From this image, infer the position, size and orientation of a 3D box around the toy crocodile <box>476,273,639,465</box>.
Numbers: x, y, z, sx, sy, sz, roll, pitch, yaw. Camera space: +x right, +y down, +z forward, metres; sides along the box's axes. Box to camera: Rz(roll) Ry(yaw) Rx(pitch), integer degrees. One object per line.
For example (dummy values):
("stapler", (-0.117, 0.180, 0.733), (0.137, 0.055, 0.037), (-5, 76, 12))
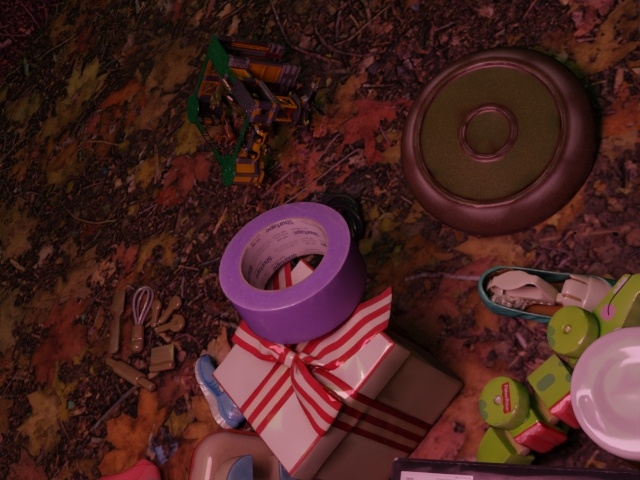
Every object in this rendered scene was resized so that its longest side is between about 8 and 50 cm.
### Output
("toy crocodile", (0.315, 0.184, 0.958), (0.340, 0.115, 0.105), (-52, 31, 17))

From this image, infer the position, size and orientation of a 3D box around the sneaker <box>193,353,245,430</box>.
("sneaker", (-0.170, 0.266, 1.361), (0.073, 0.063, 0.162), (-33, 54, -3))

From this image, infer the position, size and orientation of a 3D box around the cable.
("cable", (0.000, 0.000, 1.370), (0.151, 0.047, 0.184), (21, 79, 37))

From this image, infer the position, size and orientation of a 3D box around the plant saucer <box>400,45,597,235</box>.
("plant saucer", (0.265, -0.163, 1.184), (0.311, 0.050, 0.310), (-5, 78, 25))

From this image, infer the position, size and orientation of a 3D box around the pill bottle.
("pill bottle", (0.381, 0.192, 0.842), (0.136, 0.246, 0.136), (-17, 59, 30))

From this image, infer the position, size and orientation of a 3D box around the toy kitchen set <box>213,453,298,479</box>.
("toy kitchen set", (-0.057, 0.419, 1.116), (0.122, 0.166, 0.207), (-32, 58, 57))

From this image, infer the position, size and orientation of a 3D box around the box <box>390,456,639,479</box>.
("box", (0.313, 0.306, 0.789), (0.395, 0.318, 0.097), (-8, 63, 33))

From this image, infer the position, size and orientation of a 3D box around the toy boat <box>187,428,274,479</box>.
("toy boat", (-0.156, 0.427, 1.225), (0.151, 0.151, 0.230), (-36, 42, 58))

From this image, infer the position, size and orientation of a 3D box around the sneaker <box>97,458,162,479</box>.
("sneaker", (-0.401, 0.508, 1.389), (0.314, 0.116, 0.136), (-31, 40, 15))

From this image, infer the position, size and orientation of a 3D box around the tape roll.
("tape roll", (-0.037, 0.042, 1.037), (0.189, 0.080, 0.188), (-13, 44, 13))

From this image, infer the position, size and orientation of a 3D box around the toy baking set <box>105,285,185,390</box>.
("toy baking set", (-0.362, 0.194, 1.555), (0.256, 0.030, 0.196), (12, 73, 40))

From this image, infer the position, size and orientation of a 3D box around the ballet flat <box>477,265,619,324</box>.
("ballet flat", (0.327, 0.079, 1.048), (0.247, 0.087, 0.083), (4, 70, 38))

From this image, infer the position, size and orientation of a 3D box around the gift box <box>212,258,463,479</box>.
("gift box", (0.024, 0.179, 1.112), (0.255, 0.258, 0.276), (34, 91, 42))

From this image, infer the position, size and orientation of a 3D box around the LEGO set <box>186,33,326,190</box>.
("LEGO set", (-0.118, -0.260, 1.535), (0.331, 0.192, 0.254), (50, 130, 44))
